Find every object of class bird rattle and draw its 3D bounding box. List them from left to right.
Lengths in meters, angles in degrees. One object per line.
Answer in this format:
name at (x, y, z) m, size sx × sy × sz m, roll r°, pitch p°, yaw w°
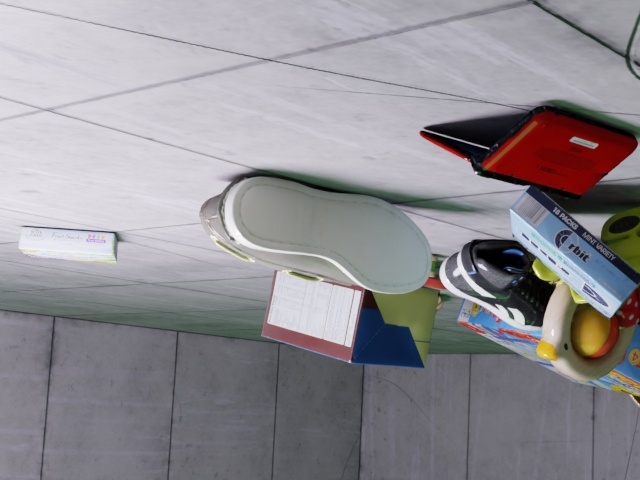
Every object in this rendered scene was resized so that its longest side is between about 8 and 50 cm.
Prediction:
bird rattle at (0.386, 0.095, 1.616) m, size 0.253 × 0.207 × 0.143 m, roll 24°, pitch 177°, yaw -44°

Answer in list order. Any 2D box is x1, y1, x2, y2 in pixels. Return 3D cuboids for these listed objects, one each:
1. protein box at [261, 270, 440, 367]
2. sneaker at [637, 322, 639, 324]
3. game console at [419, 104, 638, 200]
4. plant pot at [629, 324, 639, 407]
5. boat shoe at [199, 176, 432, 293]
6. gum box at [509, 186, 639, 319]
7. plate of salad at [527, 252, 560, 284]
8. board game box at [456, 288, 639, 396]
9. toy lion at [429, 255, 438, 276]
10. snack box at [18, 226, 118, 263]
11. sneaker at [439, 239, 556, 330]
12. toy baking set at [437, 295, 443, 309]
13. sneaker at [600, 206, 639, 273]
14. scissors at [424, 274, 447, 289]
protein box at (0.050, 0.120, 1.893) m, size 0.201 × 0.136 × 0.199 m, roll 12°, pitch -179°, yaw 42°
sneaker at (0.521, 0.102, 1.934) m, size 0.234 × 0.084 × 0.097 m, roll -2°, pitch 169°, yaw 29°
game console at (0.185, -0.091, 1.025) m, size 0.144 × 0.085 × 0.124 m, roll 10°, pitch 138°, yaw -40°
plant pot at (0.801, 0.246, 2.444) m, size 0.237 × 0.237 × 0.254 m, roll -5°, pitch -176°, yaw 42°
boat shoe at (0.001, -0.005, 1.356) m, size 0.305 × 0.109 × 0.091 m, roll 17°, pitch 165°, yaw -36°
gum box at (0.287, 0.017, 1.311) m, size 0.157 × 0.041 × 0.184 m, roll 42°, pitch -179°, yaw 13°
plate of salad at (0.300, 0.051, 1.795) m, size 0.199 × 0.048 × 0.200 m, roll 3°, pitch 171°, yaw 0°
board game box at (0.445, 0.175, 2.006) m, size 0.308 × 0.086 × 0.302 m, roll 27°, pitch 171°, yaw -23°
toy lion at (0.129, 0.034, 1.815) m, size 0.100 × 0.034 × 0.096 m, roll 12°, pitch 175°, yaw -44°
snack box at (-0.385, 0.008, 1.768) m, size 0.141 × 0.037 × 0.100 m, roll 4°, pitch 170°, yaw -6°
sneaker at (0.292, 0.065, 1.670) m, size 0.216 × 0.079 × 0.121 m, roll 20°, pitch 153°, yaw -17°
toy baking set at (0.158, 0.126, 2.383) m, size 0.196 × 0.030 × 0.256 m, roll 3°, pitch 171°, yaw -3°
sneaker at (0.464, 0.022, 1.354) m, size 0.295 × 0.110 × 0.123 m, roll 4°, pitch 167°, yaw -11°
scissors at (0.129, 0.057, 1.816) m, size 0.109 × 0.021 × 0.297 m, roll 16°, pitch -176°, yaw 24°
